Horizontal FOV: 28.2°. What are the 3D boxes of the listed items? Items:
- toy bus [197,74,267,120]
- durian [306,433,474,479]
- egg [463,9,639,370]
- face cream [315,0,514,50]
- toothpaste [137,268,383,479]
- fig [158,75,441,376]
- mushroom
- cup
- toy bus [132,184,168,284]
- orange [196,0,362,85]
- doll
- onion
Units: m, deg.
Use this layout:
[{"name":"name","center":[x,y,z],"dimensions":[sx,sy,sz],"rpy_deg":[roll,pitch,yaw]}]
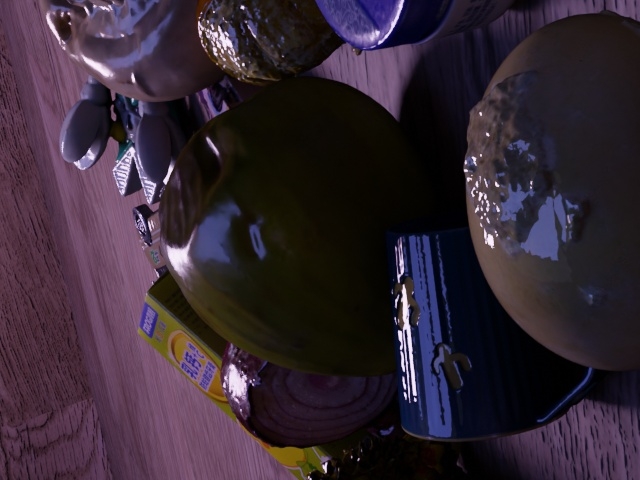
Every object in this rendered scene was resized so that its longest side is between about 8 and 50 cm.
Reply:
[{"name":"toy bus","center":[-0.050,-0.102,1.324],"dimensions":[0.112,0.090,0.274],"rpy_deg":[85,159,-47]},{"name":"durian","center":[0.066,0.314,1.143],"dimensions":[0.258,0.258,0.292],"rpy_deg":[114,141,-62]},{"name":"egg","center":[0.159,-0.026,0.713],"dimensions":[0.164,0.164,0.201],"rpy_deg":[-167,63,-68]},{"name":"face cream","center":[0.061,-0.239,0.871],"dimensions":[0.206,0.111,0.206],"rpy_deg":[52,151,45]},{"name":"toothpaste","center":[-0.056,0.159,1.384],"dimensions":[0.327,0.077,0.110],"rpy_deg":[41,152,8]},{"name":"fig","center":[0.000,0.000,1.079],"dimensions":[0.271,0.239,0.239],"rpy_deg":[43,155,7]},{"name":"mushroom","center":[-0.205,-0.286,1.248],"dimensions":[0.293,0.290,0.292],"rpy_deg":[-4,84,43]},{"name":"cup","center":[0.129,0.057,0.945],"dimensions":[0.176,0.131,0.155],"rpy_deg":[-5,99,40]},{"name":"toy bus","center":[-0.120,-0.003,1.530],"dimensions":[0.157,0.139,0.289],"rpy_deg":[68,157,-1]},{"name":"orange","center":[-0.029,-0.200,1.107],"dimensions":[0.134,0.156,0.156],"rpy_deg":[39,-176,-37]},{"name":"doll","center":[-0.274,-0.172,1.769],"dimensions":[0.195,0.153,0.258],"rpy_deg":[-14,98,43]},{"name":"onion","center":[0.014,0.128,1.273],"dimensions":[0.218,0.195,0.140],"rpy_deg":[37,-170,-32]}]
